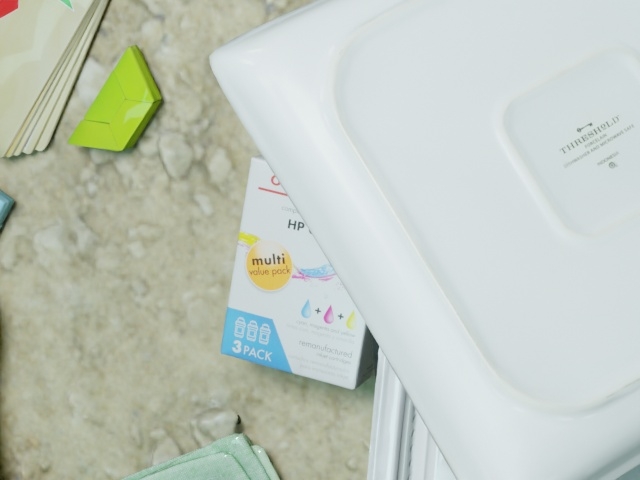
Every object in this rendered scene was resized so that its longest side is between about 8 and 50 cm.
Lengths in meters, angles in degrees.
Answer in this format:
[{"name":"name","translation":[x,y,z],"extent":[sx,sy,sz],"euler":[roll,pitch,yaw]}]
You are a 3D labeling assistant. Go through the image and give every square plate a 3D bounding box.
[{"name":"square plate","translation":[0.165,-0.053,1.109],"extent":[0.347,0.049,0.344],"euler":[-28,78,-12]}]

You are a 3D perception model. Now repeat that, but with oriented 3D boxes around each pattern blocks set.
[{"name":"pattern blocks set","translation":[-0.236,-0.170,1.369],"extent":[0.285,0.026,0.325],"euler":[45,111,8]}]

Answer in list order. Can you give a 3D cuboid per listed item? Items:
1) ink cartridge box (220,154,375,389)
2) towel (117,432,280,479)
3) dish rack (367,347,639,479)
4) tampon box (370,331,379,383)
[{"name":"ink cartridge box","translation":[0.000,0.000,1.292],"extent":[0.104,0.061,0.181],"euler":[13,103,18]},{"name":"towel","translation":[-0.086,0.328,1.393],"extent":[0.248,0.038,0.325],"euler":[-25,90,23]},{"name":"dish rack","translation":[0.196,0.172,1.146],"extent":[0.333,0.072,0.285],"euler":[4,96,-4]},{"name":"tampon box","translation":[0.100,0.085,1.237],"extent":[0.101,0.120,0.161],"euler":[-3,98,20]}]
